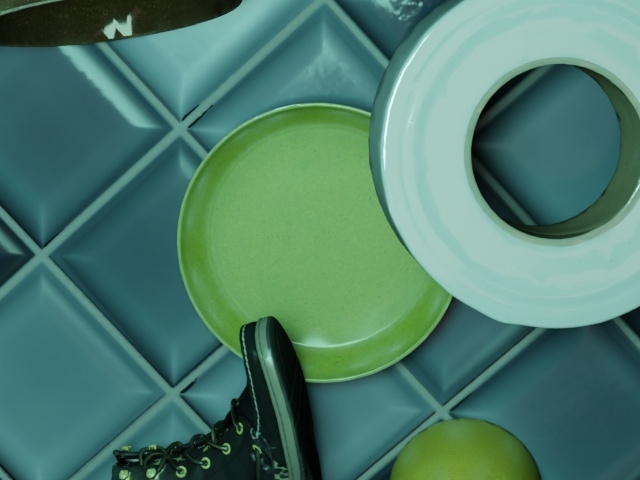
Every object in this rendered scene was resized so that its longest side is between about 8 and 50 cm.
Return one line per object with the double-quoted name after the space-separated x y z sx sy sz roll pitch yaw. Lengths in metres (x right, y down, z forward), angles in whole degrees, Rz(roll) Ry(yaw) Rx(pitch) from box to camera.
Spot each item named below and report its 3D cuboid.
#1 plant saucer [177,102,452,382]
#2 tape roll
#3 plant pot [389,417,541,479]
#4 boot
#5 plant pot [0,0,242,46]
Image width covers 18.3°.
0.000 0.000 1.682 0.241 0.037 0.241 1 103 4 "plant saucer"
0.184 -0.076 1.596 0.286 0.100 0.286 -1 97 -4 "tape roll"
0.122 0.230 1.692 0.134 0.095 0.134 1 103 5 "plant pot"
-0.096 0.176 1.682 0.178 0.085 0.236 -5 123 8 "boot"
-0.183 -0.286 1.564 0.215 0.215 0.230 -8 87 6 "plant pot"
